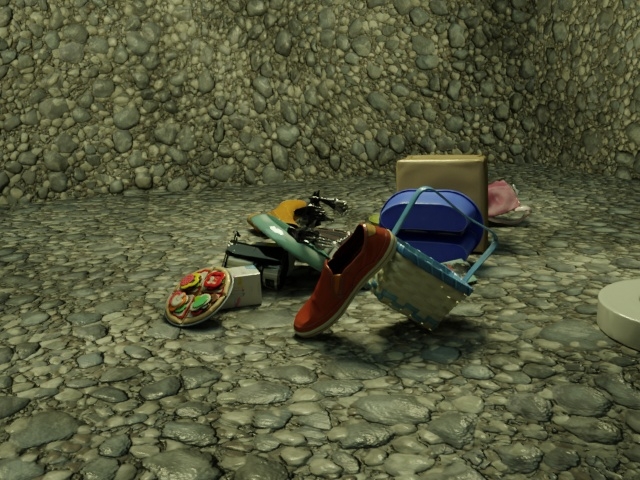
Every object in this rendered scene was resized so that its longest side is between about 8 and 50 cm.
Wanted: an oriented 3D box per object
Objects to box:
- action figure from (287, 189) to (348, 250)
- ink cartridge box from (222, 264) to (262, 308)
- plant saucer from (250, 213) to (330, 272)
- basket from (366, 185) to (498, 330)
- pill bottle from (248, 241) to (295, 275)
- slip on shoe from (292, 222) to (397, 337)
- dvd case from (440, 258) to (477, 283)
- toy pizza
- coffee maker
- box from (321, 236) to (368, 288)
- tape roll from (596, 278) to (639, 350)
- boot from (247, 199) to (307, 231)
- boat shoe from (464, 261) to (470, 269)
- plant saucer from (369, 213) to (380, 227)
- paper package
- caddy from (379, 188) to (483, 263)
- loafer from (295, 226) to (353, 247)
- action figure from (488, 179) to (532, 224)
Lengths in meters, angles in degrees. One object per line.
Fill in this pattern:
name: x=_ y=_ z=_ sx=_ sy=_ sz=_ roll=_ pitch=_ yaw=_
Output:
action figure: x=-0.005 y=-0.054 z=1.856 sx=0.141 sy=0.164 sz=0.276 roll=20 pitch=12 yaw=7
ink cartridge box: x=-0.241 y=0.129 z=1.766 sx=0.143 sy=0.089 sz=0.092 roll=-7 pitch=14 yaw=-14
plant saucer: x=-0.072 y=0.006 z=1.960 sx=0.318 sy=0.043 sz=0.317 roll=34 pitch=4 yaw=-3
basket: x=0.257 y=0.044 z=1.540 sx=0.255 sy=0.289 sz=0.201 roll=34 pitch=11 yaw=-19
pill bottle: x=-0.180 y=0.056 z=2.025 sx=0.184 sy=0.103 sz=0.103 roll=3 pitch=15 yaw=22
slip on shoe: x=0.037 y=0.090 z=1.494 sx=0.101 sy=0.331 sz=0.123 roll=32 pitch=17 yaw=-29
dvd case: x=0.388 y=0.098 z=1.866 sx=0.120 sy=0.013 sz=0.087 roll=-10 pitch=53 yaw=-28
toy pizza: x=-0.319 y=0.136 z=1.659 sx=0.201 sy=0.032 sz=0.201 roll=-17 pitch=39 yaw=15
coffee maker: x=-0.185 y=0.055 z=1.893 sx=0.178 sy=0.171 sz=0.120 roll=7 pitch=-16 yaw=6
box: x=0.074 y=0.065 z=1.915 sx=0.145 sy=0.038 sz=0.186 roll=40 pitch=2 yaw=-17
tape roll: x=0.843 y=0.175 z=1.470 sx=0.392 sy=0.071 sz=0.392 roll=-1 pitch=14 yaw=0
boot: x=-0.135 y=-0.081 z=2.615 sx=0.295 sy=0.104 sz=0.211 roll=-16 pitch=24 yaw=-29
boat shoe: x=0.397 y=0.098 z=1.914 sx=0.142 sy=0.049 sz=0.040 roll=-8 pitch=48 yaw=-30
plant saucer: x=0.318 y=-0.075 z=2.621 sx=0.241 sy=0.037 sz=0.241 roll=-2 pitch=15 yaw=0
paper package: x=0.428 y=-0.132 z=2.249 sx=0.310 sy=0.324 sz=0.168 roll=2 pitch=14 yaw=19
caddy: x=0.346 y=-0.038 z=2.062 sx=0.342 sy=0.241 sz=0.179 roll=4 pitch=21 yaw=20
loafer: x=0.000 y=0.000 z=2.154 sx=0.095 sy=0.109 sz=0.303 roll=-47 pitch=33 yaw=-22
action figure: x=0.597 y=-0.109 z=2.559 sx=0.370 sy=0.248 sz=0.275 roll=-23 pitch=67 yaw=-25
